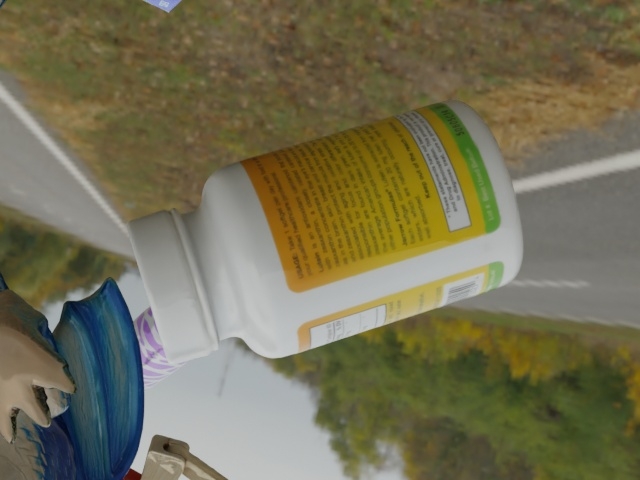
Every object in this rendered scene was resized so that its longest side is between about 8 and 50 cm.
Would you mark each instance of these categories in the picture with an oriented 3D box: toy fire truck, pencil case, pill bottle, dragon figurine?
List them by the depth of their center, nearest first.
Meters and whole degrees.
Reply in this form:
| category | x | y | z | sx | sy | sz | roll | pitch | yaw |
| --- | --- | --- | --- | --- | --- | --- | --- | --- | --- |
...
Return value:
| category | x | y | z | sx | sy | sz | roll | pitch | yaw |
| --- | --- | --- | --- | --- | --- | --- | --- | --- | --- |
| dragon figurine | -0.107 | 0.058 | 0.383 | 0.085 | 0.289 | 0.144 | -3 | -177 | 0 |
| pill bottle | 0.000 | 0.000 | 0.789 | 0.246 | 0.136 | 0.136 | -17 | -178 | -9 |
| toy fire truck | -0.127 | 0.178 | 0.836 | 0.135 | 0.047 | 0.192 | -24 | 119 | 22 |
| pencil case | -0.198 | 0.119 | 1.351 | 0.086 | 0.088 | 0.206 | 1 | 155 | -41 |

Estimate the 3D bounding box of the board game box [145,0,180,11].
| category | x | y | z | sx | sy | sz | roll | pitch | yaw |
| --- | --- | --- | --- | --- | --- | --- | --- | --- | --- |
| board game box | -0.320 | -0.491 | 1.565 | 0.347 | 0.233 | 0.078 | 23 | 149 | -28 |
